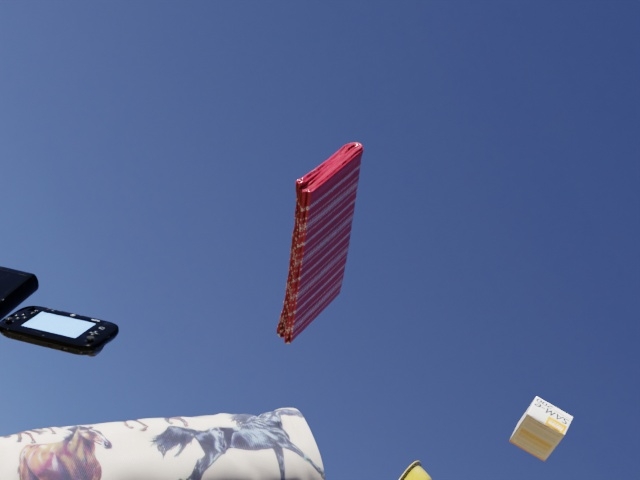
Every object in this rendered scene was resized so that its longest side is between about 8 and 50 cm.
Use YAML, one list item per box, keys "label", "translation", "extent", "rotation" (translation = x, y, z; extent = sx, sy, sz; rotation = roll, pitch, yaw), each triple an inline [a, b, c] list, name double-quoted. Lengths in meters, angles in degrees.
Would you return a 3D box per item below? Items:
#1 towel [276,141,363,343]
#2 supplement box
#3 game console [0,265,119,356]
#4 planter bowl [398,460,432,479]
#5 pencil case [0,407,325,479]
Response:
- label: "towel"
  translation: [0.000, 0.000, 1.894]
  extent: [0.031, 0.199, 0.275]
  rotation: [20, -59, 20]
- label: "supplement box"
  translation: [0.322, 0.276, 1.818]
  extent: [0.062, 0.036, 0.098]
  rotation: [30, -32, 8]
- label: "game console"
  translation: [-0.514, 0.130, 2.160]
  extent: [0.361, 0.213, 0.044]
  rotation: [11, -58, 21]
- label: "planter bowl"
  translation: [0.147, 0.465, 1.957]
  extent: [0.090, 0.217, 0.217]
  rotation: [24, -33, 19]
- label: "pencil case"
  translation: [-0.181, 0.279, 1.315]
  extent: [0.160, 0.410, 0.184]
  rotation: [48, -52, 45]
